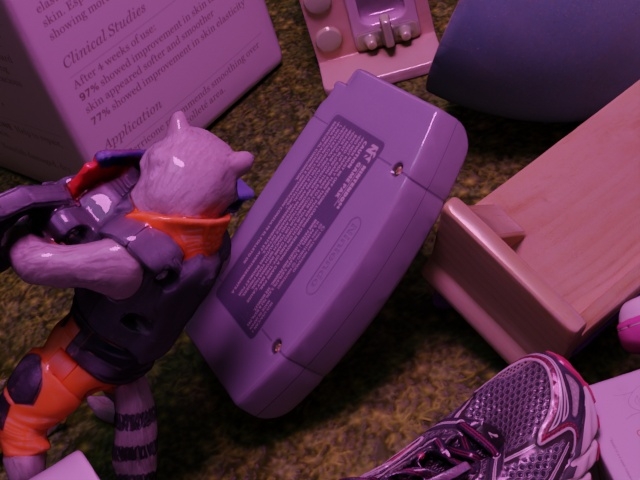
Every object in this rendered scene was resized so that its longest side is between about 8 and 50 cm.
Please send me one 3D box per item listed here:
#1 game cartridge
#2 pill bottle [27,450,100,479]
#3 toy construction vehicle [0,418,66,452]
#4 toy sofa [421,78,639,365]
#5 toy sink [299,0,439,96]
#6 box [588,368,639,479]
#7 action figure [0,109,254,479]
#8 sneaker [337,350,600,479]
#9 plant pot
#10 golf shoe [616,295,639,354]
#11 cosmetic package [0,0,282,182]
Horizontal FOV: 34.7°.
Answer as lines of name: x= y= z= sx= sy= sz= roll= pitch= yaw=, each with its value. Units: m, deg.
game cartridge: x=0.000 y=0.000 z=0.895 sx=0.297 sy=0.062 sz=0.198 roll=-56 pitch=37 yaw=5
pill bottle: x=-0.263 y=0.308 z=0.649 sx=0.363 sy=0.210 sz=0.210 roll=-33 pitch=42 yaw=-17
toy construction vehicle: x=-0.292 y=0.168 z=0.958 sx=0.098 sy=0.035 sz=0.086 roll=-28 pitch=30 yaw=-15
toy sofa: x=0.269 y=-0.033 z=0.901 sx=0.363 sy=0.177 sz=0.150 roll=-36 pitch=68 yaw=-19
toy sink: x=0.051 y=-0.307 z=1.278 sx=0.153 sy=0.131 sz=0.234 roll=-14 pitch=41 yaw=6
box: x=0.280 y=0.152 z=0.707 sx=0.171 sy=0.091 sz=0.130 roll=-18 pitch=40 yaw=2
action figure: x=-0.130 y=0.051 z=0.824 sx=0.179 sy=0.330 sz=0.341 roll=35 pitch=29 yaw=21
sneaker: x=0.065 y=0.184 z=0.684 sx=0.299 sy=0.112 sz=0.121 roll=-43 pitch=29 yaw=-10
plant pot: x=0.263 y=-0.233 z=1.040 sx=0.195 sy=0.290 sz=0.290 roll=31 pitch=55 yaw=7
golf shoe: x=0.362 y=0.001 z=0.799 sx=0.306 sy=0.115 sz=0.140 roll=-17 pitch=77 yaw=-7
cosmetic package: x=-0.306 y=-0.314 z=1.221 sx=0.327 sy=0.393 sz=0.329 roll=20 pitch=53 yaw=37
